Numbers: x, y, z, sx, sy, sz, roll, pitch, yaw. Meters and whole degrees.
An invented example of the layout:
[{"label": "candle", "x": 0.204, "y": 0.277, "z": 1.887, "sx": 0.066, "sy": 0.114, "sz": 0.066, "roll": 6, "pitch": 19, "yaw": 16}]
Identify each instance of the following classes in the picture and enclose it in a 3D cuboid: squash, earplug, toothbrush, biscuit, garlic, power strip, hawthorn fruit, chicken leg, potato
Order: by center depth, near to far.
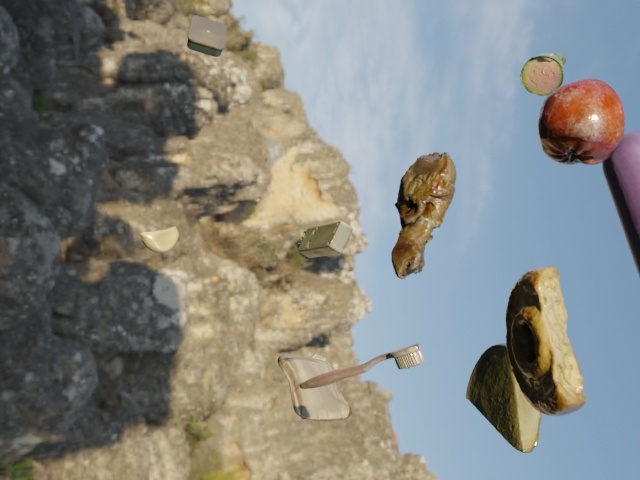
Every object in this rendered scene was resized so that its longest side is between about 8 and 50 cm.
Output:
[{"label": "chicken leg", "x": 0.133, "y": -0.032, "z": 0.976, "sx": 0.069, "sy": 0.085, "sz": 0.198, "roll": 55, "pitch": 44, "yaw": -46}, {"label": "toothbrush", "x": 0.054, "y": 0.203, "z": 1.113, "sx": 0.307, "sy": 0.025, "sz": 0.029, "roll": -30, "pitch": -100, "yaw": 50}, {"label": "biscuit", "x": 0.412, "y": 0.199, "z": 1.370, "sx": 0.213, "sy": 0.091, "sz": 0.274, "roll": 101, "pitch": -18, "yaw": -63}, {"label": "hawthorn fruit", "x": 0.510, "y": -0.234, "z": 1.418, "sx": 0.173, "sy": 0.173, "sz": 0.173, "roll": 175, "pitch": -90, "yaw": -78}, {"label": "garlic", "x": -0.333, "y": -0.001, "z": 1.512, "sx": 0.041, "sy": 0.083, "sz": 0.053, "roll": 6, "pitch": -70, "yaw": 51}, {"label": "squash", "x": 0.564, "y": -0.435, "z": 1.805, "sx": 0.132, "sy": 0.105, "sz": 0.105, "roll": -52, "pitch": 155, "yaw": -45}, {"label": "earplug", "x": 0.892, "y": -0.080, "z": 1.929, "sx": 0.215, "sy": 0.215, "sz": 0.456, "roll": 116, "pitch": -40, "yaw": -68}, {"label": "potato", "x": 0.533, "y": 0.396, "z": 1.988, "sx": 0.269, "sy": 0.112, "sz": 0.255, "roll": 43, "pitch": -47, "yaw": 54}, {"label": "power strip", "x": 0.000, "y": 0.000, "z": 2.243, "sx": 0.288, "sy": 0.053, "sz": 0.093, "roll": -10, "pitch": -127, "yaw": 64}]

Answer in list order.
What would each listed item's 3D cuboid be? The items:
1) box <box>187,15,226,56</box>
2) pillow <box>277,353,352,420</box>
[{"label": "box", "x": -0.275, "y": -0.493, "z": 1.753, "sx": 0.126, "sy": 0.091, "sz": 0.031, "roll": -95, "pitch": -157, "yaw": -46}, {"label": "pillow", "x": -0.014, "y": 0.312, "z": 1.556, "sx": 0.233, "sy": 0.130, "sz": 0.038, "roll": -119, "pitch": -139, "yaw": -61}]
